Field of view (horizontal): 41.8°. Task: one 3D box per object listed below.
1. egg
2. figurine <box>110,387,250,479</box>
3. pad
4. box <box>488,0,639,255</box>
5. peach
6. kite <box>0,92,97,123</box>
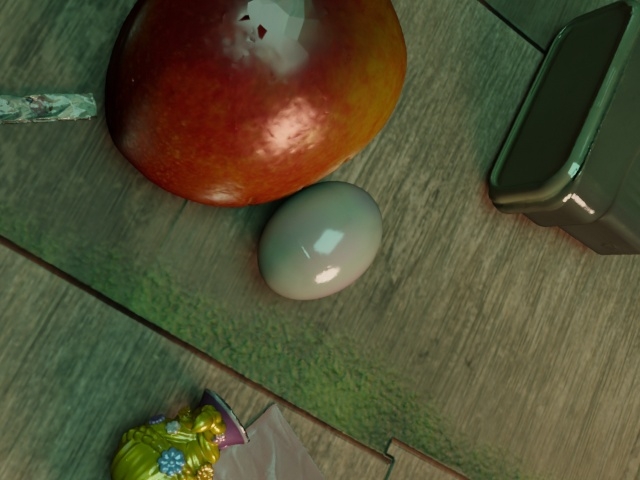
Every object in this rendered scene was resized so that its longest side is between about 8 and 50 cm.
[{"bbox_3d":[0.000,0.000,0.806,0.135,0.103,0.103,-38,102,-22],"label":"egg"},{"bbox_3d":[-0.137,0.198,0.721,0.156,0.115,0.095,-37,74,-18],"label":"figurine"},{"bbox_3d":[-0.083,0.258,0.800,0.187,0.006,0.113,-38,101,-25],"label":"pad"},{"bbox_3d":[0.330,-0.114,0.959,0.178,0.138,0.274,35,73,-24],"label":"box"},{"bbox_3d":[-0.067,-0.162,0.749,0.274,0.245,0.248,-41,73,-11],"label":"peach"},{"bbox_3d":[-0.346,-0.108,0.703,0.314,0.011,0.336,-12,92,-26],"label":"kite"}]
